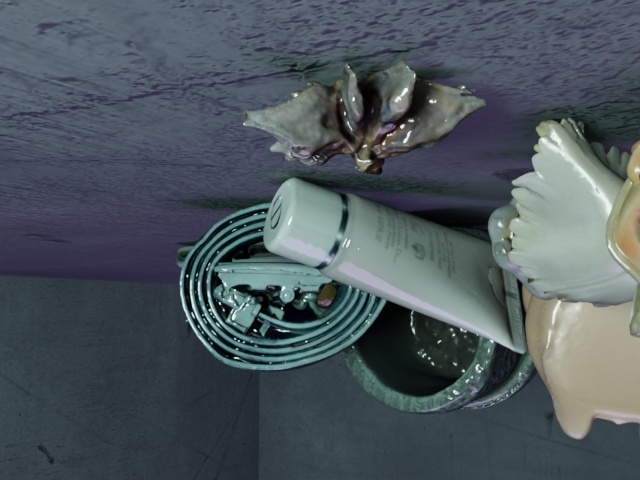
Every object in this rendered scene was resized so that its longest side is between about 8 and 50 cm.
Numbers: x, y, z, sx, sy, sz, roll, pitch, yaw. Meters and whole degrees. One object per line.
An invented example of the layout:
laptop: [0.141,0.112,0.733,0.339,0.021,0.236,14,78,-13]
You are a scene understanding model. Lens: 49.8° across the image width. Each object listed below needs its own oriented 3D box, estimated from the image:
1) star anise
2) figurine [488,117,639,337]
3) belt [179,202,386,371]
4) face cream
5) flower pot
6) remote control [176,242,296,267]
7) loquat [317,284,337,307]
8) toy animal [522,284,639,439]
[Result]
star anise: [0.011,-0.067,0.402,0.129,0.056,0.124,1,163,-36]
figurine: [0.239,-0.008,0.423,0.207,0.166,0.387,41,169,-8]
belt: [-0.039,0.056,0.856,0.268,0.206,0.116,-9,174,-6]
face cream: [0.095,0.019,0.742,0.315,0.143,0.089,18,140,-19]
flower pot: [0.180,0.110,1.039,0.299,0.298,0.283,-5,176,35]
remote control: [-0.131,0.030,1.296,0.297,0.056,0.140,-5,170,31]
loquat: [0.036,0.094,1.494,0.195,0.152,0.152,13,168,-29]
toy animal: [0.318,0.068,0.757,0.195,0.212,0.256,-2,-166,12]
